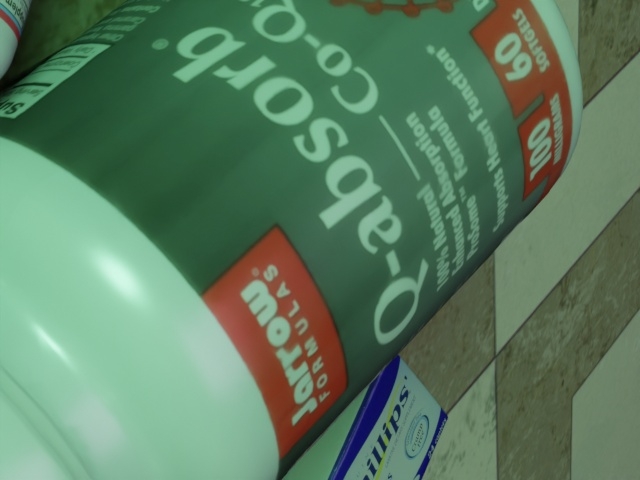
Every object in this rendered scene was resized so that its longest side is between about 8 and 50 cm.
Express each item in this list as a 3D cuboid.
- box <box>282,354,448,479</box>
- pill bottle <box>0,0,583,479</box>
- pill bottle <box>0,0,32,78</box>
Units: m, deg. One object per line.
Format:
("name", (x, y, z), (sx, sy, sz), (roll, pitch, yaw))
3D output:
("box", (0.018, 0.146, 1.009), (0.126, 0.072, 0.137), (-65, 148, -17))
("pill bottle", (-0.058, 0.000, 0.659), (0.363, 0.210, 0.210), (-45, 140, -30))
("pill bottle", (-0.152, -0.114, 0.563), (0.087, 0.087, 0.160), (39, 62, -58))
